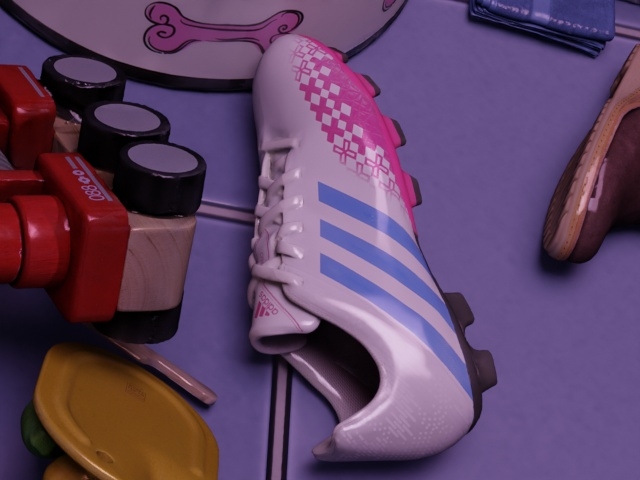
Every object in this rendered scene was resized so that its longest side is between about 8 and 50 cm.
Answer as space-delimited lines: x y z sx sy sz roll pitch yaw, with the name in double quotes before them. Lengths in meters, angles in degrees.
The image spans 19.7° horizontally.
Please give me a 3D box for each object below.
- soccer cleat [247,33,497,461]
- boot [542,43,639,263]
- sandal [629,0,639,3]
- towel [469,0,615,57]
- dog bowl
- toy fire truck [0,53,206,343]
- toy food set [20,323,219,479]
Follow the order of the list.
"soccer cleat" 0.000 0.000 1.265 0.143 0.116 0.331 -13 65 -25
"boot" 0.296 -0.036 1.400 0.207 0.090 0.248 30 52 4
"sandal" 0.227 -0.264 1.511 0.265 0.102 0.076 14 59 -8
"towel" 0.181 -0.194 1.497 0.119 0.029 0.067 14 57 -9
"dog bowl" -0.089 -0.322 1.414 0.408 0.150 0.408 8 58 -14
"toy fire truck" -0.224 -0.010 1.152 0.246 0.158 0.217 -2 29 -29
"toy food set" -0.133 0.130 1.150 0.128 0.071 0.218 33 14 -10
